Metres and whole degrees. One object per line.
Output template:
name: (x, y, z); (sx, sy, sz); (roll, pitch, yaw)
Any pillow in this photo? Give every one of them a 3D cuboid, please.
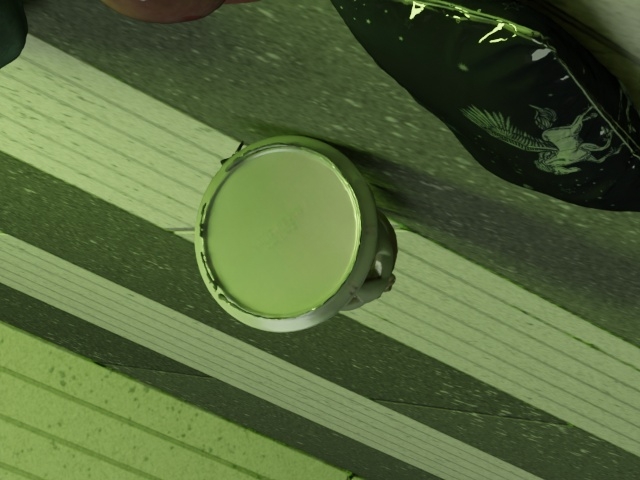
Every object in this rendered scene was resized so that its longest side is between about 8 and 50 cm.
pillow: (0.093, -0.070, 0.937); (0.141, 0.055, 0.208); (22, 171, 37)

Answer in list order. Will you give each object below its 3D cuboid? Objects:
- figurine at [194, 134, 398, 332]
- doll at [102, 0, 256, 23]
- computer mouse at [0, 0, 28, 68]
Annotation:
figurine: (0.000, 0.000, 1.309); (0.132, 0.132, 0.154); (16, 180, 23)
doll: (-0.045, -0.148, 0.572); (0.196, 0.152, 0.256); (31, 176, 17)
computer mouse: (-0.327, -0.165, 1.074); (0.188, 0.122, 0.371); (8, 160, 45)
